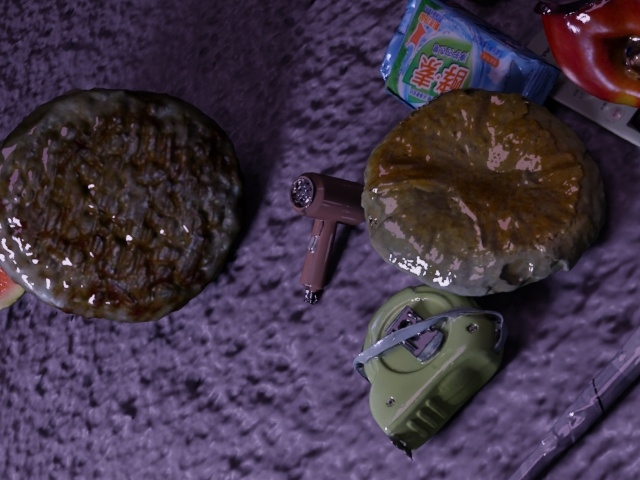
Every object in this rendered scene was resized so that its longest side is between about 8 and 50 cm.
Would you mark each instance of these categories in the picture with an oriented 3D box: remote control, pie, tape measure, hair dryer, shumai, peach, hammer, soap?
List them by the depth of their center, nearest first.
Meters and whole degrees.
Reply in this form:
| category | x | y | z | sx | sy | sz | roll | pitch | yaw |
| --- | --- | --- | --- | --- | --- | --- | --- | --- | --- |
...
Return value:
| category | x | y | z | sx | sy | sz | roll | pitch | yaw |
| --- | --- | --- | --- | --- | --- | --- | --- | --- | --- |
| hammer | 0.255 | 0.250 | 1.523 | 0.427 | 0.044 | 0.152 | -46 | 41 | 6 |
| peach | 0.414 | -0.276 | 1.602 | 0.258 | 0.201 | 0.361 | -16 | 23 | 31 |
| tape measure | 0.130 | 0.137 | 1.659 | 0.200 | 0.106 | 0.175 | -45 | 46 | 7 |
| pie | 0.196 | -0.062 | 1.675 | 0.306 | 0.071 | 0.306 | -3 | 64 | 5 |
| remote control | 0.363 | -0.188 | 1.718 | 0.090 | 0.038 | 0.309 | -51 | 42 | 3 |
| soap | 0.190 | -0.229 | 1.843 | 0.293 | 0.077 | 0.156 | 43 | 117 | 49 |
| hair dryer | 0.000 | 0.000 | 1.885 | 0.064 | 0.117 | 0.181 | 15 | 94 | 45 |
| shumai | -0.345 | -0.047 | 2.094 | 0.395 | 0.395 | 0.348 | -66 | 18 | -14 |

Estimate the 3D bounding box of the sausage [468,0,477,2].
| category | x | y | z | sx | sy | sz | roll | pitch | yaw |
| --- | --- | --- | --- | --- | --- | --- | --- | --- | --- |
| sausage | 0.210 | -0.482 | 2.013 | 0.102 | 0.102 | 0.330 | -33 | 46 | 21 |

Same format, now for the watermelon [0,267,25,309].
| category | x | y | z | sx | sy | sz | roll | pitch | yaw |
| --- | --- | --- | --- | --- | --- | --- | --- | --- | --- |
| watermelon | -0.557 | 0.054 | 2.350 | 0.193 | 0.137 | 0.145 | 46 | 132 | 48 |
